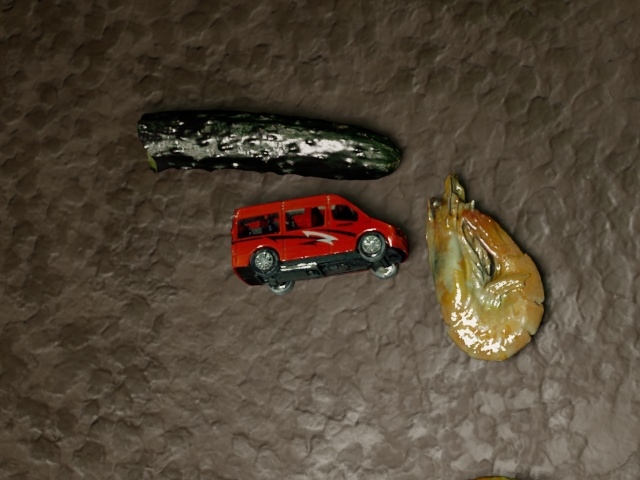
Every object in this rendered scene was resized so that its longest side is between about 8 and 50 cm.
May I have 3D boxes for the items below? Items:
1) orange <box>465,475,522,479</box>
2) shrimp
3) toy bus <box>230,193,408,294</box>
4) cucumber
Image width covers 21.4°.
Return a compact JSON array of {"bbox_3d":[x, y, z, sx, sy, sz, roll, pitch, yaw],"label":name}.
[{"bbox_3d":[0.177,0.414,1.743,0.262,0.196,0.334,27,80,2],"label":"orange"},{"bbox_3d":[0.177,0.027,1.859,0.115,0.051,0.217,-16,77,3],"label":"shrimp"},{"bbox_3d":[0.000,0.000,1.889,0.195,0.081,0.089,-8,70,12],"label":"toy bus"},{"bbox_3d":[-0.060,-0.110,1.921,0.303,0.081,0.072,2,52,13],"label":"cucumber"}]
